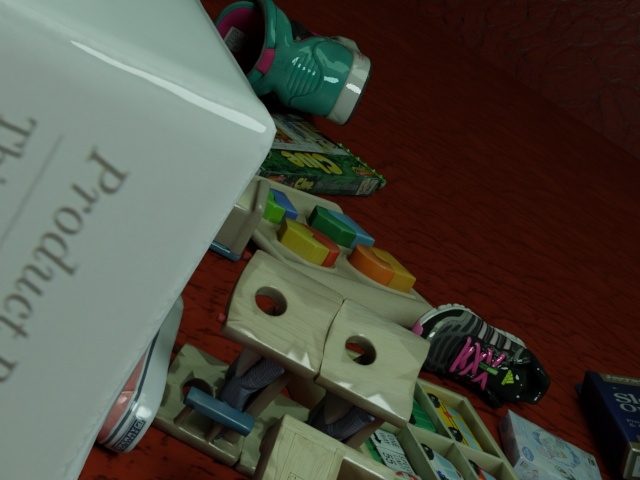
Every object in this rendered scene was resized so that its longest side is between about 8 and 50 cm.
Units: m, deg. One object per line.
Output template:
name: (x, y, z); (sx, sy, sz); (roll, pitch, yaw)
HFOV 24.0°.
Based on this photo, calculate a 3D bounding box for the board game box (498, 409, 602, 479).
board game box: (0.195, 0.188, 1.264); (0.090, 0.020, 0.090); (30, 17, -9)

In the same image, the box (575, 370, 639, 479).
box: (0.329, 0.173, 1.430); (0.136, 0.036, 0.225); (8, 15, -5)

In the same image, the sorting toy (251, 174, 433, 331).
sorting toy: (0.000, 0.000, 1.414); (0.193, 0.038, 0.208); (19, 22, -40)

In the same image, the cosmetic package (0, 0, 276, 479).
cosmetic package: (-0.287, -0.041, 0.496); (0.393, 0.329, 0.327); (25, 18, -27)

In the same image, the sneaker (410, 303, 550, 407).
sneaker: (0.145, 0.107, 1.329); (0.170, 0.063, 0.075); (23, 12, -45)

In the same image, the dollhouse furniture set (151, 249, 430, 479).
dollhouse furniture set: (-0.038, 0.129, 0.896); (0.129, 0.129, 0.184); (29, 46, -9)

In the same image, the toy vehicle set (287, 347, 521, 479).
toy vehicle set: (0.079, 0.172, 1.069); (0.166, 0.035, 0.267); (23, 19, -28)

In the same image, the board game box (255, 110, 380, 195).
board game box: (-0.045, -0.098, 1.632); (0.136, 0.030, 0.259); (42, 19, 21)

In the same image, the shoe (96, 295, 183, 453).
shoe: (-0.139, 0.059, 0.945); (0.081, 0.063, 0.178); (33, 20, -15)

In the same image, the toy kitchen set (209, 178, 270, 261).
toy kitchen set: (-0.132, -0.084, 1.344); (0.166, 0.122, 0.207); (28, 37, -16)

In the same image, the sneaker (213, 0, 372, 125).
sneaker: (-0.053, -0.218, 1.814); (0.178, 0.124, 0.295); (23, 5, -12)

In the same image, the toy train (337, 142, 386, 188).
toy train: (0.046, -0.088, 1.788); (0.083, 0.017, 0.023); (40, 7, 23)
